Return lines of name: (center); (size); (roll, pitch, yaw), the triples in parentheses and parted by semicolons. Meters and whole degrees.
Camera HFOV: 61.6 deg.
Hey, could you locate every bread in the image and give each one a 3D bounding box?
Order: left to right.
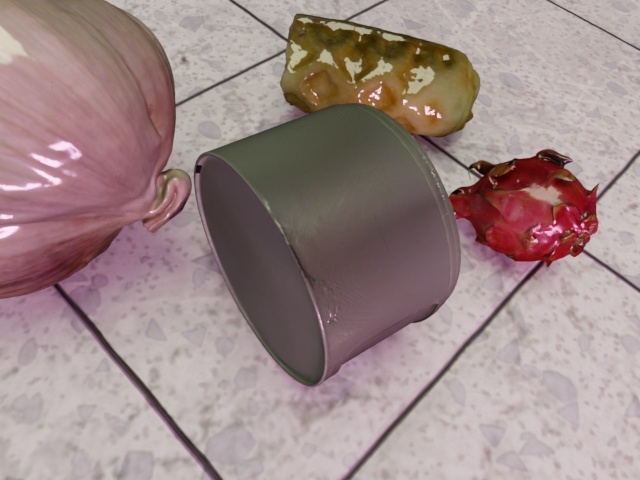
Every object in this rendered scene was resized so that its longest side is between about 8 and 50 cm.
bread: (0.085, -0.217, 0.734); (0.267, 0.130, 0.152); (11, 49, -1)

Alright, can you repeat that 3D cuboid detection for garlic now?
garlic: (-0.263, -0.087, 0.494); (0.321, 0.322, 0.241); (-30, 91, -25)

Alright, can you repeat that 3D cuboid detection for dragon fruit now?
dragon fruit: (0.239, -0.039, 0.633); (0.165, 0.136, 0.133); (8, 16, 30)

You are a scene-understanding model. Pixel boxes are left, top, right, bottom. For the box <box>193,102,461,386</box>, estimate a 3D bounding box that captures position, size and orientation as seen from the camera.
box: (0.000, 0.000, 0.504); (0.149, 0.226, 0.226); (-26, 62, -23)
